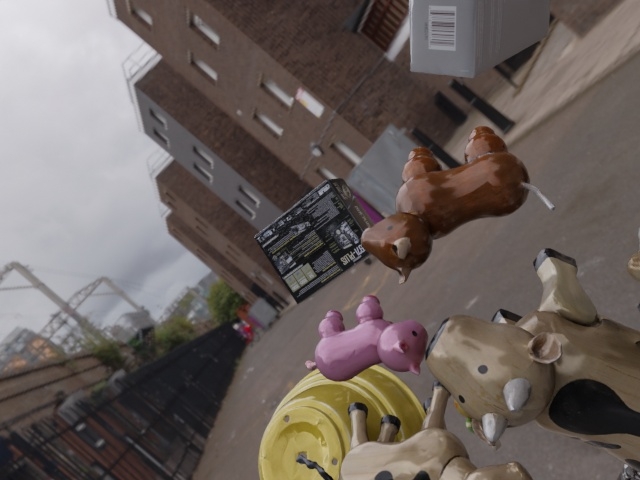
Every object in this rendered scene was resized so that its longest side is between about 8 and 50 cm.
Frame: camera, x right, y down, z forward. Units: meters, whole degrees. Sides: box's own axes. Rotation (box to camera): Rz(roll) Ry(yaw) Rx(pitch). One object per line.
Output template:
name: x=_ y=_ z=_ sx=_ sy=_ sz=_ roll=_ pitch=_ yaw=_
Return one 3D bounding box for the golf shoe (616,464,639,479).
golf shoe: x=0.384 y=0.273 z=0.700 sx=0.094 sy=0.077 sz=0.198 roll=-44 pitch=-46 yaw=-18

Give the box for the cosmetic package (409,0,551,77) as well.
cosmetic package: x=0.226 y=-0.317 z=0.841 sx=0.238 sy=0.107 sz=0.127 roll=-35 pitch=-50 yaw=-42

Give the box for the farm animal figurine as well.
farm animal figurine: x=0.145 y=0.104 z=0.441 sx=0.172 sy=0.326 sz=0.330 roll=-75 pitch=-9 yaw=-59

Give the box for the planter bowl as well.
planter bowl: x=0.003 y=0.226 z=0.631 sx=0.217 sy=0.217 sz=0.090 roll=-50 pitch=-38 yaw=9

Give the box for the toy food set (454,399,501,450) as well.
toy food set: x=0.253 y=0.270 z=1.057 sx=0.038 sy=0.192 sz=0.132 roll=-24 pitch=-24 yaw=13

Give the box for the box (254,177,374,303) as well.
box: x=0.000 y=0.000 z=1.084 sx=0.180 sy=0.147 sz=0.077 roll=-37 pitch=-7 yaw=22
